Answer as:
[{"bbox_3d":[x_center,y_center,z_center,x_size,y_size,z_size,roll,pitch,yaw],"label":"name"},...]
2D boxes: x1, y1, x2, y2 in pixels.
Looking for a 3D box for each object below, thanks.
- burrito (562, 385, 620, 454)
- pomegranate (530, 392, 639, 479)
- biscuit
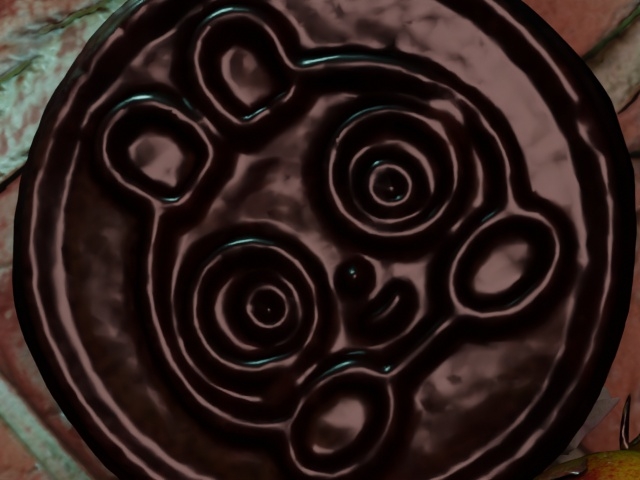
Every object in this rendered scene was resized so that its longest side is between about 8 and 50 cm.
[{"bbox_3d":[0.097,0.081,1.178,0.203,0.064,0.064,27,70,5],"label":"burrito"},{"bbox_3d":[0.193,0.216,1.053,0.210,0.210,0.235,24,66,5],"label":"pomegranate"},{"bbox_3d":[0.000,0.000,1.119,0.407,0.091,0.407,0,87,7],"label":"biscuit"}]
